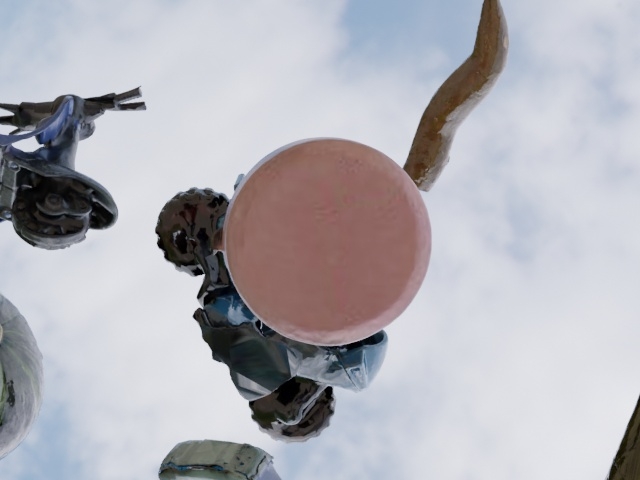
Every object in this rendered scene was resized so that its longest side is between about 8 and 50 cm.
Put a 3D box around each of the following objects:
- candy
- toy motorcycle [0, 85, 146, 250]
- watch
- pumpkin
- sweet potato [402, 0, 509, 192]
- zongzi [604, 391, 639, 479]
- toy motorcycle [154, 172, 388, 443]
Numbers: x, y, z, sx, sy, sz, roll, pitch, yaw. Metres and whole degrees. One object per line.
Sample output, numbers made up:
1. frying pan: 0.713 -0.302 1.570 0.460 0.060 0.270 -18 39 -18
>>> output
1. candy: 0.000 0.000 1.739 0.255 0.255 0.094 -54 -171 1
2. toy motorcycle: -0.346 -0.115 1.473 0.213 0.358 0.125 -62 174 -46
3. watch: -0.072 0.381 1.868 0.276 0.275 0.068 7 -149 22
4. pumpkin: -0.553 0.183 2.168 0.241 0.323 0.323 -31 -136 15
5. sweet potato: 0.186 -0.193 1.924 0.067 0.059 0.281 46 -63 34
6. zongzi: 0.292 0.254 1.465 0.205 0.204 0.094 -27 -160 -28
7. toy motorcycle: -0.056 0.090 2.100 0.232 0.416 0.172 -24 -165 13
